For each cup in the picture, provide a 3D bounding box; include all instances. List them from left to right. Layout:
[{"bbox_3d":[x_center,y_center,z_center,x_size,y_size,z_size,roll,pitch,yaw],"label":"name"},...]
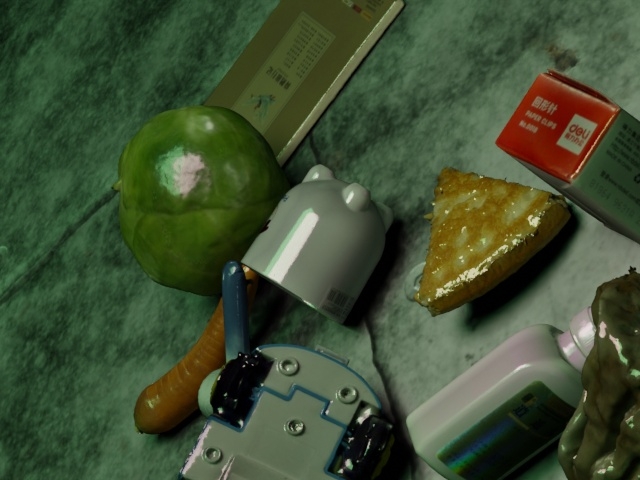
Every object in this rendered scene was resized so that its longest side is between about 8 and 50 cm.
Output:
[{"bbox_3d":[0.009,0.005,2.015,0.134,0.173,0.142,30,86,22],"label":"cup"}]

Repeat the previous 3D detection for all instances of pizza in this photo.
[{"bbox_3d":[0.168,-0.014,1.887,0.188,0.062,0.199,-34,35,10],"label":"pizza"}]

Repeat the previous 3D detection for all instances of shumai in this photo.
[{"bbox_3d":[0.265,0.158,1.533,0.185,0.184,0.218,-38,82,0],"label":"shumai"}]

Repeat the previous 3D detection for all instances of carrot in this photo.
[{"bbox_3d":[-0.134,0.136,2.101,0.271,0.062,0.066,-49,44,22],"label":"carrot"}]

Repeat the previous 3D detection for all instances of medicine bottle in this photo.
[{"bbox_3d":[0.195,0.146,1.692,0.219,0.115,0.078,-40,39,21],"label":"medicine bottle"}]

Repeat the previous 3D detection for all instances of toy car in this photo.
[{"bbox_3d":[-0.053,0.259,1.848,0.166,0.198,0.314,103,-169,-66],"label":"toy car"}]

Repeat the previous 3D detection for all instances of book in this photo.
[{"bbox_3d":[-0.038,-0.220,2.292,0.310,0.021,0.217,-53,38,6],"label":"book"}]

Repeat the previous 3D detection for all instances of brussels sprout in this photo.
[{"bbox_3d":[-0.146,-0.050,2.136,0.244,0.244,0.244,-28,46,33],"label":"brussels sprout"}]

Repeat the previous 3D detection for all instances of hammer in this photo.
[{"bbox_3d":[-0.090,0.118,2.014,0.116,0.069,0.194,5,100,50],"label":"hammer"}]

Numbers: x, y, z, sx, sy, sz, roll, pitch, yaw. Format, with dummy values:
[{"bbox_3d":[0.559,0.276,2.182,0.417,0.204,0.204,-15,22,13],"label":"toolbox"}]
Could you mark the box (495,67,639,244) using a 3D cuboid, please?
[{"bbox_3d":[0.280,-0.072,1.702,0.099,0.182,0.133,-56,34,2],"label":"box"}]
